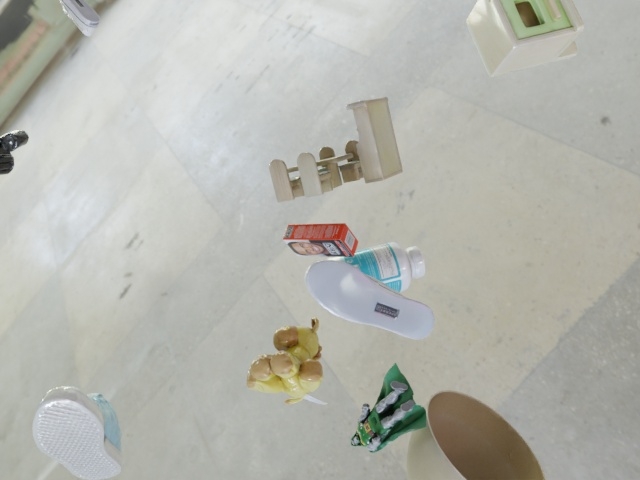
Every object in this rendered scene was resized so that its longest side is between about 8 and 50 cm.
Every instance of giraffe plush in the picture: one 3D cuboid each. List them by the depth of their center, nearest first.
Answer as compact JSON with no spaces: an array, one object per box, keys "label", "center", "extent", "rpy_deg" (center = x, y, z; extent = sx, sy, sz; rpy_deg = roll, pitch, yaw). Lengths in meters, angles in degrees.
[{"label":"giraffe plush","center":[-0.056,0.265,1.297],"extent":[0.181,0.210,0.170],"rpy_deg":[-22,44,34]}]

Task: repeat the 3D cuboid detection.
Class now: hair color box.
[{"label":"hair color box","center":[0.000,0.000,1.181],"extent":[0.141,0.072,0.043],"rpy_deg":[0,57,32]}]

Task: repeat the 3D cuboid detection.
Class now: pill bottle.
[{"label":"pill bottle","center":[0.155,0.089,1.580],"extent":[0.264,0.146,0.146],"rpy_deg":[-13,43,-10]}]

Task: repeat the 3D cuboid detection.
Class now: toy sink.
[{"label":"toy sink","center":[0.469,-0.478,1.227],"extent":[0.234,0.131,0.152],"rpy_deg":[-15,78,-12]}]

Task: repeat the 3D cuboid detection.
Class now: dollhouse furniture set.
[{"label":"dollhouse furniture set","center":[0.033,-0.196,1.203],"extent":[0.242,0.161,0.212],"rpy_deg":[-7,12,34]}]

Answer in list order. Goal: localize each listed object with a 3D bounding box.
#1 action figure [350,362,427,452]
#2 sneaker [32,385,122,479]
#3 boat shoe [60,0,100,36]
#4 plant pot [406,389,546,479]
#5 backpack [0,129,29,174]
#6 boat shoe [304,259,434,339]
[{"label":"action figure","center":[0.121,0.371,1.152],"extent":[0.232,0.064,0.137],"rpy_deg":[-62,38,41]},{"label":"sneaker","center":[-0.515,0.382,1.200],"extent":[0.135,0.366,0.150],"rpy_deg":[-8,49,-14]},{"label":"boat shoe","center":[-0.344,-0.325,0.778],"extent":[0.035,0.100,0.035],"rpy_deg":[-35,-8,-49]},{"label":"plant pot","center":[0.289,0.483,1.165],"extent":[0.191,0.284,0.284],"rpy_deg":[-58,35,25]},{"label":"backpack","center":[-0.475,-0.135,0.501],"extent":[0.263,0.213,0.276],"rpy_deg":[9,24,29]},{"label":"boat shoe","center":[0.080,0.110,1.016],"extent":[0.095,0.258,0.084],"rpy_deg":[-62,15,-6]}]
